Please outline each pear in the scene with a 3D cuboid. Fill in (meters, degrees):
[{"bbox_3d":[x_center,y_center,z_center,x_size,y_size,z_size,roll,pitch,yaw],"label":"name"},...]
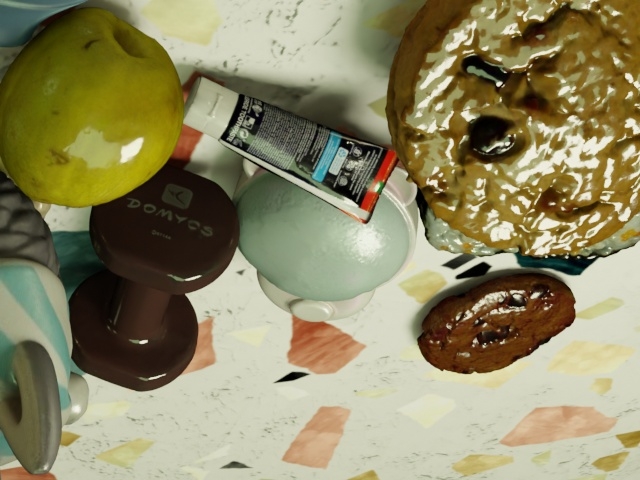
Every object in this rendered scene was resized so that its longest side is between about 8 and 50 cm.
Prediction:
[{"bbox_3d":[-0.185,-0.101,1.215,0.149,0.149,0.162,14,117,-35],"label":"pear"}]

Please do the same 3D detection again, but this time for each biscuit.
[{"bbox_3d":[0.205,0.100,1.749,0.192,0.049,0.192,-10,152,-5],"label":"biscuit"},{"bbox_3d":[0.197,-0.113,1.281,0.296,0.075,0.295,-4,119,-7],"label":"biscuit"}]

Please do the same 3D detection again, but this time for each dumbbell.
[{"bbox_3d":[-0.166,0.038,1.447,0.140,0.124,0.225,20,141,-6],"label":"dumbbell"}]

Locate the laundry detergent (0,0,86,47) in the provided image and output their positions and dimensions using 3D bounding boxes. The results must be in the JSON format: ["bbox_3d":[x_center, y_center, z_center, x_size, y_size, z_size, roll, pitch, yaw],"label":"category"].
[{"bbox_3d":[-0.217,-0.203,1.131,0.206,0.061,0.097,-27,147,22],"label":"laundry detergent"}]

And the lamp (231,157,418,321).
[{"bbox_3d":[-0.001,0.003,1.443,0.180,0.108,0.246,14,143,4],"label":"lamp"}]

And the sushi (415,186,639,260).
[{"bbox_3d":[0.203,-0.054,1.443,0.225,0.126,0.136,-3,146,-12],"label":"sushi"}]

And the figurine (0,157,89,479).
[{"bbox_3d":[-0.331,0.118,1.298,0.266,0.377,0.361,-11,146,-1],"label":"figurine"}]

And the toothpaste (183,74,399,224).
[{"bbox_3d":[-0.029,-0.081,1.328,0.194,0.045,0.071,23,95,-13],"label":"toothpaste"}]
